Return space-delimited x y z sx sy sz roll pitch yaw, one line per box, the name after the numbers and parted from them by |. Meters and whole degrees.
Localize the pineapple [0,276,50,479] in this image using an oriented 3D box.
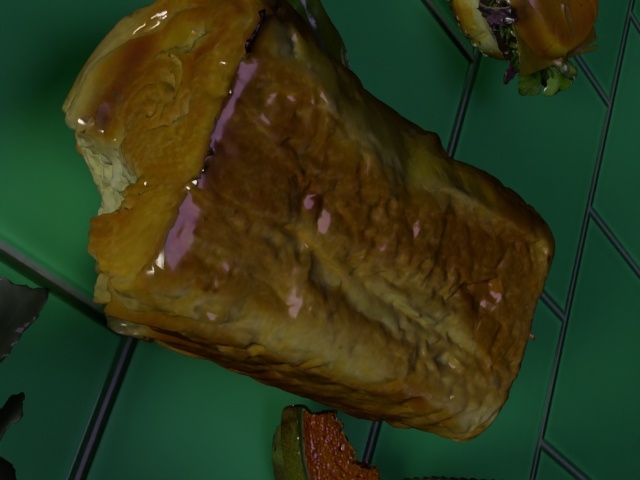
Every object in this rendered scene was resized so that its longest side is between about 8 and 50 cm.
-0.154 0.148 0.498 0.130 0.119 0.277 -18 101 -32 | pineapple

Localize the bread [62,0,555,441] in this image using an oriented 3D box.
-0.003 -0.004 0.663 0.344 0.149 0.195 32 74 -45 | bread

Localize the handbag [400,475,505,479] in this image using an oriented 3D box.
0.128 0.320 0.731 0.341 0.240 0.247 -60 144 -33 | handbag

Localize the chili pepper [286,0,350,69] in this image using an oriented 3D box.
-0.019 -0.124 0.716 0.073 0.072 0.204 -43 124 -33 | chili pepper

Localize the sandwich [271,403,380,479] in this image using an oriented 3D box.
0.004 0.159 0.762 0.135 0.029 0.067 53 48 -38 | sandwich

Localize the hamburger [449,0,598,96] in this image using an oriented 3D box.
0.165 -0.213 0.937 0.164 0.093 0.190 -8 93 -50 | hamburger
